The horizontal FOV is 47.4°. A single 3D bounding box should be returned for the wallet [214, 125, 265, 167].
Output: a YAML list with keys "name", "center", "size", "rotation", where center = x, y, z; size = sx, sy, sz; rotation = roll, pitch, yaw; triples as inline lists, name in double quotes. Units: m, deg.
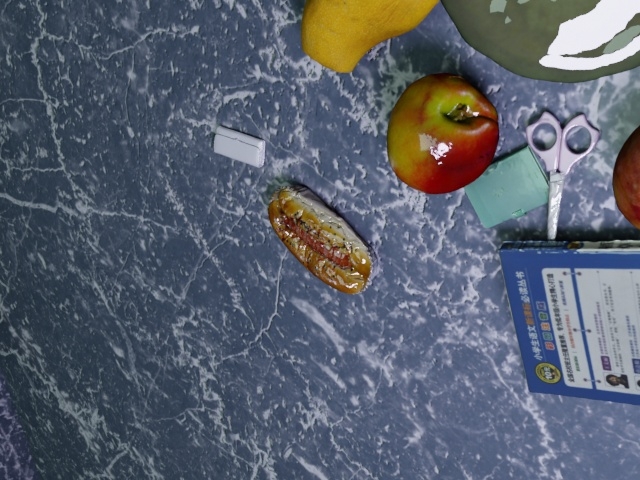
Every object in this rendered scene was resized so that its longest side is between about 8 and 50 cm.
- name: "wallet"
  center: [-0.169, -0.196, 1.521]
  size: [0.122, 0.025, 0.061]
  rotation: [22, 115, 28]

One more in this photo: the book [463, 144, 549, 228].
- name: "book"
  center: [0.312, -0.085, 1.215]
  size: [0.135, 0.017, 0.103]
  rotation: [-27, 93, 38]

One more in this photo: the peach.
- name: "peach"
  center: [0.191, -0.163, 1.172]
  size: [0.197, 0.197, 0.197]
  rotation: [16, 119, 31]

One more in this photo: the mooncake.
- name: "mooncake"
  center: [0.319, -0.377, 0.933]
  size: [0.351, 0.187, 0.351]
  rotation: [8, 122, 12]

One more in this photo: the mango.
- name: "mango"
  center: [0.087, -0.408, 1.156]
  size: [0.359, 0.144, 0.187]
  rotation: [-26, 91, 43]

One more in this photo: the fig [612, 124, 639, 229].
- name: "fig"
  center: [0.491, -0.094, 0.983]
  size: [0.205, 0.205, 0.205]
  rotation: [16, 119, 31]

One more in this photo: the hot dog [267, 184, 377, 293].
- name: "hot dog"
  center: [0.000, 0.000, 1.451]
  size: [0.268, 0.075, 0.144]
  rotation: [39, 126, 13]

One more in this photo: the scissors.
- name: "scissors"
  center: [0.374, -0.095, 1.149]
  size: [0.110, 0.021, 0.212]
  rotation: [8, 109, 26]

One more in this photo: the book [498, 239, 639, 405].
- name: "book"
  center: [0.507, 0.137, 1.134]
  size: [0.428, 0.039, 0.300]
  rotation: [1, 119, 36]
